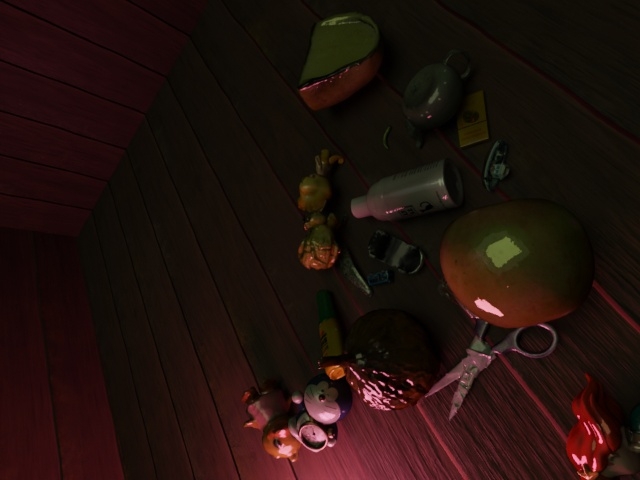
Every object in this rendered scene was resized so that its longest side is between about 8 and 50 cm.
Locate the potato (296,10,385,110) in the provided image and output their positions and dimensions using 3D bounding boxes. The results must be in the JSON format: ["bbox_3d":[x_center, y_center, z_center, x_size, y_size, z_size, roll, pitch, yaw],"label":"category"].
[{"bbox_3d":[0.104,-0.614,1.490,0.280,0.213,0.330,-3,65,25],"label":"potato"}]

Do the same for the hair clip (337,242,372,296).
[{"bbox_3d":[0.107,0.098,1.434,0.066,0.036,0.229,-52,53,29],"label":"hair clip"}]

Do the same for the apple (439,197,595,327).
[{"bbox_3d":[0.444,0.053,0.974,0.319,0.319,0.277,-19,79,37],"label":"apple"}]

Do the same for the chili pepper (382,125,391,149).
[{"bbox_3d":[0.225,-0.349,1.430,0.030,0.017,0.083,12,89,40],"label":"chili pepper"}]

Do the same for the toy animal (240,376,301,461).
[{"bbox_3d":[-0.160,0.644,1.484,0.281,0.195,0.169,45,151,41],"label":"toy animal"}]

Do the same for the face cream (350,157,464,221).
[{"bbox_3d":[0.235,-0.130,1.296,0.369,0.145,0.145,-14,72,39],"label":"face cream"}]

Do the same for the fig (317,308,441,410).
[{"bbox_3d":[0.136,0.336,1.155,0.286,0.368,0.286,-1,89,48],"label":"fig"}]

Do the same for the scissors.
[{"bbox_3d":[0.414,0.310,1.131,0.256,0.029,0.383,47,114,40],"label":"scissors"}]

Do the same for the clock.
[{"bbox_3d":[-0.001,0.543,1.367,0.199,0.146,0.243,33,108,15],"label":"clock"}]

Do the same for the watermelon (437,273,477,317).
[{"bbox_3d":[0.374,0.128,1.163,0.139,0.071,0.187,-36,46,48],"label":"watermelon"}]

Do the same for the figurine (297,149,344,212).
[{"bbox_3d":[-0.002,-0.207,1.521,0.131,0.156,0.246,6,73,38],"label":"figurine"}]

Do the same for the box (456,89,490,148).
[{"bbox_3d":[0.444,-0.353,1.238,0.087,0.023,0.155,-13,73,42],"label":"box"}]

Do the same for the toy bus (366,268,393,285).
[{"bbox_3d":[0.193,0.119,1.353,0.083,0.038,0.046,-19,74,39],"label":"toy bus"}]

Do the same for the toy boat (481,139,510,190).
[{"bbox_3d":[0.482,-0.202,1.149,0.066,0.059,0.140,27,102,58],"label":"toy boat"}]

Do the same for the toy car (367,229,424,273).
[{"bbox_3d":[0.235,0.037,1.322,0.205,0.056,0.095,28,100,37],"label":"toy car"}]

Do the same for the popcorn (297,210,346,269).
[{"bbox_3d":[0.001,0.004,1.471,0.173,0.168,0.195,0,76,7],"label":"popcorn"}]

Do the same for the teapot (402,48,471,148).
[{"bbox_3d":[0.339,-0.423,1.260,0.294,0.129,0.193,-56,33,23],"label":"teapot"}]

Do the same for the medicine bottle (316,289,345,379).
[{"bbox_3d":[0.034,0.297,1.392,0.111,0.076,0.309,106,161,-44],"label":"medicine bottle"}]

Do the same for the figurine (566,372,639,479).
[{"bbox_3d":[0.622,0.385,0.857,0.257,0.181,0.208,-35,100,33],"label":"figurine"}]
